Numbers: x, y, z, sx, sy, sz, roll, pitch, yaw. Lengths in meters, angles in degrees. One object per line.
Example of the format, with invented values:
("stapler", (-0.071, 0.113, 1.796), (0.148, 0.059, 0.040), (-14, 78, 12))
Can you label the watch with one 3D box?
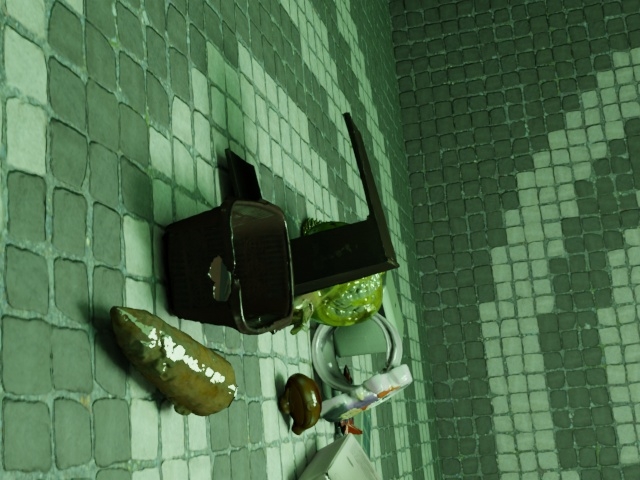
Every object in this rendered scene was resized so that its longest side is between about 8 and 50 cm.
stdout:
("watch", (0.072, 0.279, 1.863), (0.231, 0.244, 0.196), (62, 7, 15))

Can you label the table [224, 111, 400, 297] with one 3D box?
("table", (-0.013, -0.056, 1.510), (0.196, 0.250, 0.282), (23, 51, -77))

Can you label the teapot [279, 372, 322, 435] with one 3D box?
("teapot", (-0.046, 0.330, 1.610), (0.098, 0.078, 0.129), (35, -47, 52))

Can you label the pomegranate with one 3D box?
("pomegranate", (0.006, 0.091, 1.723), (0.302, 0.236, 0.236), (-30, 115, -38))

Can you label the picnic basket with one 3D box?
("picnic basket", (-0.143, 0.047, 1.278), (0.297, 0.129, 0.223), (6, 77, -75))

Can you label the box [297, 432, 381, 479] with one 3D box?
("box", (0.055, 0.544, 1.669), (0.203, 0.106, 0.251), (58, 16, 2))

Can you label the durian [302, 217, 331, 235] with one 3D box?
("durian", (0.000, 0.000, 1.957), (0.215, 0.086, 0.100), (-61, 154, -70))

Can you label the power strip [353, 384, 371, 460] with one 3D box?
("power strip", (0.103, 0.508, 2.108), (0.118, 0.046, 0.270), (66, 20, -45))

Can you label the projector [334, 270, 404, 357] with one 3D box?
("projector", (0.106, 0.166, 2.055), (0.163, 0.177, 0.242), (-78, 156, -58))

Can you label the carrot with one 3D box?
("carrot", (-0.204, 0.150, 1.065), (0.263, 0.102, 0.102), (55, 29, -53))

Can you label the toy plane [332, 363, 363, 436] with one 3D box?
("toy plane", (0.060, 0.404, 1.981), (0.130, 0.061, 0.189), (34, 45, -70))
